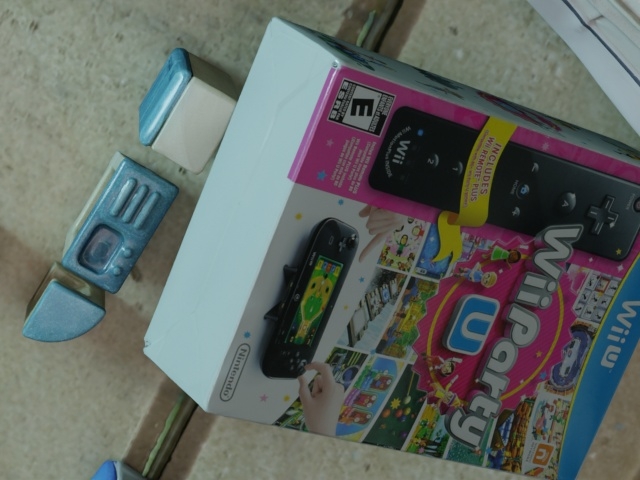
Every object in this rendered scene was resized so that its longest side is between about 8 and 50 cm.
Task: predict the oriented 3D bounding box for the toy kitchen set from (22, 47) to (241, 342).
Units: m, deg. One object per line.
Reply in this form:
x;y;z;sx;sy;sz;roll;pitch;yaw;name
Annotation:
-0.175;-0.048;1.236;0.166;0.122;0.207;30;98;-12;toy kitchen set

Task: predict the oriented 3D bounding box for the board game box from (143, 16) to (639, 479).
0.070;0.015;1.234;0.303;0.097;0.224;15;102;-36;board game box

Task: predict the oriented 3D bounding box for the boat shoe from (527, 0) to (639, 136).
0.188;-0.165;1.250;0.088;0.096;0.267;-32;107;27;boat shoe

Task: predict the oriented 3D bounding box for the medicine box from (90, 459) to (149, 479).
-0.122;0.347;1.318;0.263;0.149;0.289;37;96;-13;medicine box
